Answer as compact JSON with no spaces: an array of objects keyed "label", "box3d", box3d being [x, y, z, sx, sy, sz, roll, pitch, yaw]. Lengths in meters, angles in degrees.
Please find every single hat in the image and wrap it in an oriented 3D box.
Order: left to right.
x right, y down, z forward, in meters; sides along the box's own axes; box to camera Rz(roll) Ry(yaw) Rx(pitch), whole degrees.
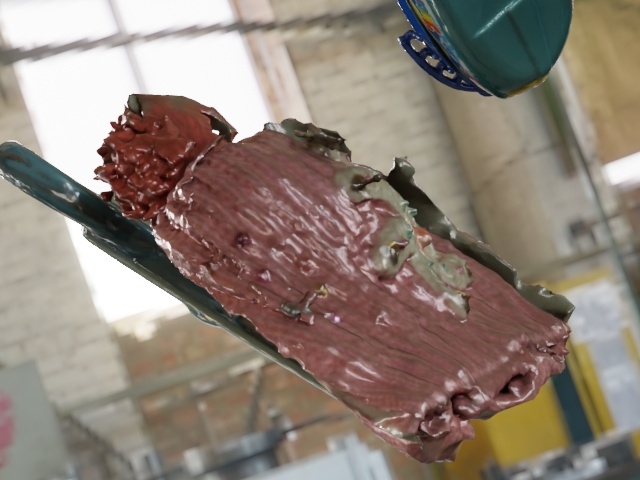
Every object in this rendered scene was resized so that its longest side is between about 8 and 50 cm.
[{"label":"hat","box3d":[0.000,0.000,1.016,0.236,0.286,0.107,-19,-41,-63]}]

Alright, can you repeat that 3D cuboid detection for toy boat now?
[{"label":"toy boat","box3d":[0.054,-0.124,0.806,0.091,0.110,0.175,-42,-40,-9]}]

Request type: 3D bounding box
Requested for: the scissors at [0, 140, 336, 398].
[{"label":"scissors","box3d":[-0.069,0.026,1.123,0.041,0.289,0.138,-58,-7,-5]}]
